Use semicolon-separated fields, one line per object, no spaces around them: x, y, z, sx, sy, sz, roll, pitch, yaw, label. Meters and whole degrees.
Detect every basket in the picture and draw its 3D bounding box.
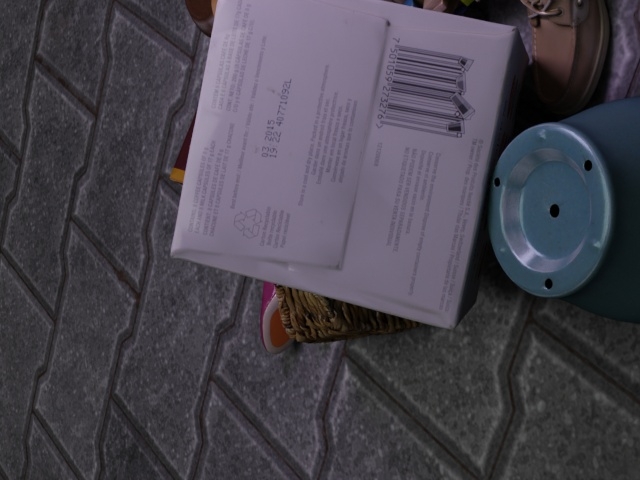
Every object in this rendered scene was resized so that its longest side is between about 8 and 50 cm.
0.000;0.000;1.896;0.223;0.213;0.299;-12;82;54;basket

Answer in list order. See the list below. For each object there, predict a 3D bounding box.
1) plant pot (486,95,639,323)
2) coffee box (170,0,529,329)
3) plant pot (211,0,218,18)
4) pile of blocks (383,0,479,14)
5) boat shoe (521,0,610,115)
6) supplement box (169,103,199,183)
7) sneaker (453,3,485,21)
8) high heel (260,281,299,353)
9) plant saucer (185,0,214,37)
0.330;-0.035;1.398;0.271;0.255;0.272;0;90;54;plant pot
0.051;-0.108;1.571;0.338;0.334;0.338;13;94;10;coffee box
-0.029;-0.367;1.963;0.188;0.205;0.205;-41;57;29;plant pot
0.121;-0.346;1.751;0.362;0.112;0.149;-28;29;52;pile of blocks
0.287;-0.306;1.586;0.109;0.098;0.303;11;99;54;boat shoe
-0.113;-0.151;2.076;0.191;0.129;0.194;18;87;53;supplement box
0.147;-0.257;1.804;0.221;0.083;0.087;-44;48;41;sneaker
-0.069;0.058;2.117;0.117;0.082;0.244;-140;52;-59;high heel
-0.195;-0.461;2.312;0.198;0.036;0.199;0;90;54;plant saucer
